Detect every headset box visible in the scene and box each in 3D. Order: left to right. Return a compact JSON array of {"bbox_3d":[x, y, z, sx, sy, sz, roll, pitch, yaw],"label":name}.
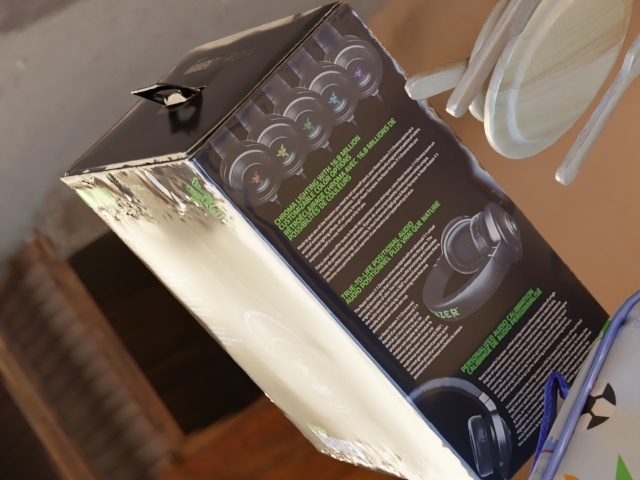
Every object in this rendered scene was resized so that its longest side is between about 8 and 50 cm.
[{"bbox_3d":[0.000,0.000,1.049,0.131,0.283,0.246,-47,-162,-17],"label":"headset box"}]

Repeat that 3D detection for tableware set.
[{"bbox_3d":[0.111,-0.122,0.675,0.194,0.039,0.128,-59,151,5],"label":"tableware set"}]

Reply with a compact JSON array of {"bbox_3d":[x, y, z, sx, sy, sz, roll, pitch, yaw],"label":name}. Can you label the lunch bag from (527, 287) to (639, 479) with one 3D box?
[{"bbox_3d":[0.205,0.165,0.870,0.303,0.243,0.115,-60,150,-29],"label":"lunch bag"}]
